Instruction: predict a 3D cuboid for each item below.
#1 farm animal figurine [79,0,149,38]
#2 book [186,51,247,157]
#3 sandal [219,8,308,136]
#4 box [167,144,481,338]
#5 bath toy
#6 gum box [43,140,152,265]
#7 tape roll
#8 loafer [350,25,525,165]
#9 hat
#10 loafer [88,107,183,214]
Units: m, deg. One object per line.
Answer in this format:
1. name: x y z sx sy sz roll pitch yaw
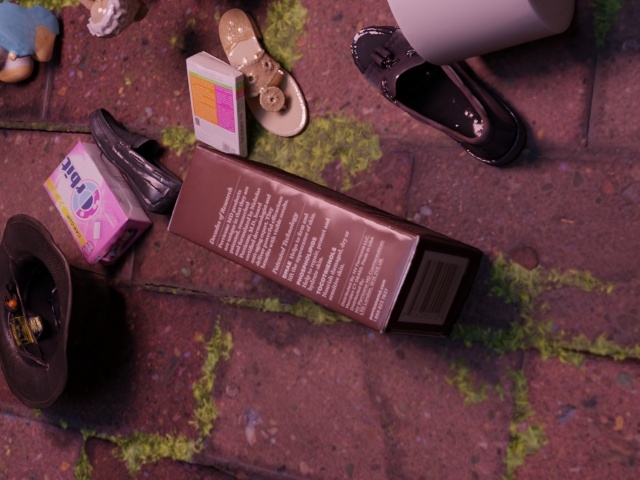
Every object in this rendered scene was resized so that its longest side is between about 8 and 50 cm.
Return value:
1. farm animal figurine: -0.205 -0.459 1.711 0.330 0.172 0.327 -39 24 23
2. book: -0.154 -0.202 1.690 0.096 0.035 0.144 29 136 31
3. sandal: -0.108 -0.257 1.683 0.088 0.079 0.240 -38 66 23
4. box: 0.000 0.000 1.516 0.381 0.191 0.143 26 98 33
5. bath toy: -0.628 -0.336 2.004 0.348 0.151 0.129 -10 41 34
6. gum box: -0.366 -0.057 1.834 0.107 0.062 0.188 -45 63 20
7. tape roll: 0.199 -0.358 1.400 0.169 0.246 0.246 -10 79 31
8. loafer: 0.145 -0.212 1.504 0.302 0.095 0.109 42 106 29
9. hat: -0.420 0.111 1.799 0.331 0.134 0.331 11 103 52
10. loafer: -0.294 -0.138 1.795 0.078 0.076 0.223 -46 67 14
